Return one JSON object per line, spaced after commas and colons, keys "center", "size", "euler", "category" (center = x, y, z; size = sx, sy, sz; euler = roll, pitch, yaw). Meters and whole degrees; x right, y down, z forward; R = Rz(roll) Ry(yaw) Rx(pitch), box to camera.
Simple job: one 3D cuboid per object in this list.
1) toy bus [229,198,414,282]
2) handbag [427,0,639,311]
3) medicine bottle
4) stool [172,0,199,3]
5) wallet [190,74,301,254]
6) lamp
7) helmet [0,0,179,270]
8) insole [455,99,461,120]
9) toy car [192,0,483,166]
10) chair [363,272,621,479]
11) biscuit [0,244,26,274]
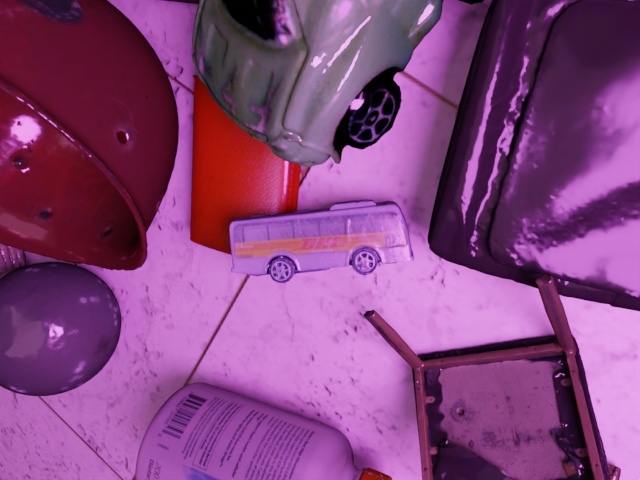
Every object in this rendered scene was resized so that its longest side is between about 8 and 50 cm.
{"center": [0.000, 0.000, 0.485], "size": [0.190, 0.064, 0.076], "euler": [-7, 95, 7], "category": "toy bus"}
{"center": [0.222, -0.075, 0.373], "size": [0.222, 0.080, 0.247], "euler": [16, 108, 14], "category": "handbag"}
{"center": [-0.064, 0.287, 0.552], "size": [0.288, 0.157, 0.157], "euler": [11, 107, 21], "category": "medicine bottle"}
{"center": [-0.206, -0.397, 0.440], "size": [0.243, 0.170, 0.270], "euler": [16, 108, 19], "category": "stool"}
{"center": [-0.088, -0.083, 0.534], "size": [0.142, 0.045, 0.205], "euler": [12, 108, 17], "category": "wallet"}
{"center": [-0.433, 0.090, 0.647], "size": [0.313, 0.182, 0.182], "euler": [28, 112, 11], "category": "lamp"}
{"center": [-0.303, -0.144, 0.505], "size": [0.337, 0.230, 0.384], "euler": [36, 149, -24], "category": "helmet"}
{"center": [0.239, -0.075, 0.412], "size": [0.247, 0.011, 0.081], "euler": [31, 113, 14], "category": "insole"}
{"center": [0.015, -0.245, 0.350], "size": [0.213, 0.176, 0.359], "euler": [46, 111, 25], "category": "toy car"}
{"center": [0.168, 0.174, 0.432], "size": [0.188, 0.167, 0.272], "euler": [-15, 139, 25], "category": "chair"}
{"center": [-0.541, 0.027, 0.750], "size": [0.108, 0.062, 0.239], "euler": [-2, 103, 22], "category": "biscuit"}
